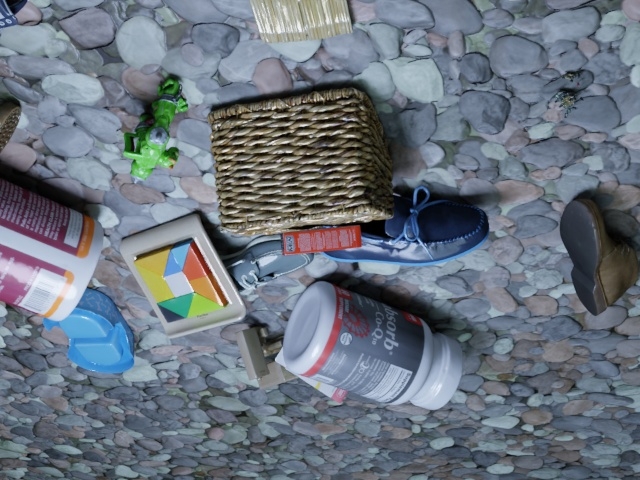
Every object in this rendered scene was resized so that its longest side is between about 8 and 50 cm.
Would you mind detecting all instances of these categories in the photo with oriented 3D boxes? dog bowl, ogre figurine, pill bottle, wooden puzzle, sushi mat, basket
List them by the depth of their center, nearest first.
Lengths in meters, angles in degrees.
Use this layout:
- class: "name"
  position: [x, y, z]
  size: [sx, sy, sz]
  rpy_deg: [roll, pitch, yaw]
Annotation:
- class: "sushi mat"
  position: [-0.050, -0.415, 1.345]
  size: [0.151, 0.019, 0.317]
  rpy_deg: [-4, 143, 11]
- class: "ogre figurine"
  position: [-0.292, -0.179, 1.611]
  size: [0.097, 0.118, 0.197]
  rpy_deg: [33, 136, -32]
- class: "basket"
  position: [-0.025, -0.133, 1.658]
  size: [0.299, 0.223, 0.213]
  rpy_deg: [-8, 175, 18]
- class: "pill bottle"
  position: [-0.644, -0.011, 1.793]
  size: [0.392, 0.224, 0.224]
  rpy_deg: [26, 139, -25]
- class: "wooden puzzle"
  position: [-0.291, 0.082, 1.920]
  size: [0.221, 0.044, 0.239]
  rpy_deg: [-17, 105, 29]
- class: "pill bottle"
  position: [0.118, 0.241, 2.044]
  size: [0.362, 0.210, 0.210]
  rpy_deg: [21, 141, -21]
- class: "dog bowl"
  position: [-0.542, 0.213, 2.205]
  size: [0.165, 0.074, 0.297]
  rpy_deg: [-3, 143, 11]

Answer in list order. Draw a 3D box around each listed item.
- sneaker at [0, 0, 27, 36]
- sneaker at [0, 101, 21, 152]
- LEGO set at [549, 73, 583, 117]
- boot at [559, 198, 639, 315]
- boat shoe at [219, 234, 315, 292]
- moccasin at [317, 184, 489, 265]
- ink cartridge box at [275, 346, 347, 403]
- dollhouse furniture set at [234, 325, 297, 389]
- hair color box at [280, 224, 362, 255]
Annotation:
- class: "sneaker"
  position: [-0.523, -0.330, 1.455]
  size: [0.153, 0.099, 0.282]
  rpy_deg: [6, 140, 2]
- class: "sneaker"
  position: [-0.616, -0.174, 1.652]
  size: [0.086, 0.064, 0.192]
  rpy_deg: [30, 98, 5]
- class: "LEGO set"
  position: [0.407, -0.242, 1.521]
  size: [0.054, 0.023, 0.083]
  rpy_deg: [11, 130, -10]
- class: "boot"
  position: [0.548, 0.014, 1.804]
  size: [0.115, 0.112, 0.305]
  rpy_deg: [-29, 135, -4]
- class: "boat shoe"
  position: [-0.149, 0.075, 1.946]
  size: [0.319, 0.099, 0.116]
  rpy_deg: [-16, 138, 26]
- class: "moccasin"
  position: [0.143, -0.022, 1.751]
  size: [0.341, 0.138, 0.117]
  rpy_deg: [-8, 137, 16]
- class: "ink cartridge box"
  position: [-0.001, 0.290, 2.191]
  size: [0.198, 0.115, 0.067]
  rpy_deg: [38, 171, -36]
- class: "dollhouse furniture set"
  position: [-0.161, 0.285, 2.194]
  size: [0.123, 0.144, 0.151]
  rpy_deg: [-24, 171, 34]
- class: "hair color box"
  position: [0.000, 0.000, 1.688]
  size: [0.141, 0.043, 0.072]
  rpy_deg: [-5, 179, -6]
